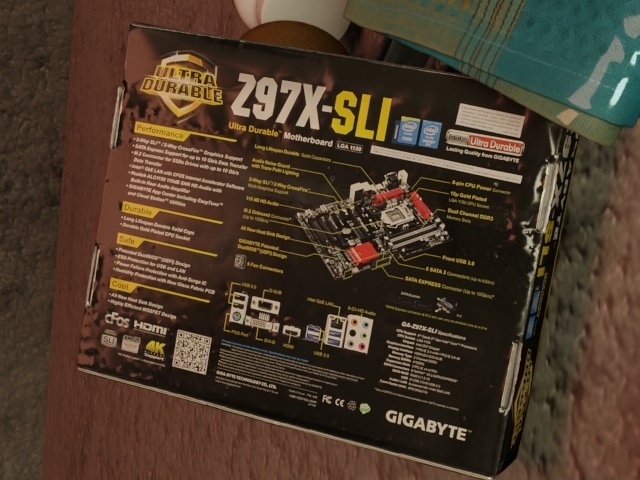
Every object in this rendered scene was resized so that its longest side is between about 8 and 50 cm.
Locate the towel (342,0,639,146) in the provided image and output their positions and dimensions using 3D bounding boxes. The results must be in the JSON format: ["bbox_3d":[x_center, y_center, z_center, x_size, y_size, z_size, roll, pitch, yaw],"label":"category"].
[{"bbox_3d":[0.167,-0.264,0.705,0.271,0.040,0.370,40,108,50],"label":"towel"}]

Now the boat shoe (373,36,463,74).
[{"bbox_3d":[0.099,-0.181,0.879,0.113,0.104,0.306,-105,32,-43],"label":"boat shoe"}]

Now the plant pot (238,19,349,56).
[{"bbox_3d":[-0.042,-0.069,1.062,0.237,0.237,0.254,126,157,-48],"label":"plant pot"}]

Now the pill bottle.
[{"bbox_3d":[-0.040,-0.276,1.215,0.216,0.121,0.121,-114,38,-51],"label":"pill bottle"}]

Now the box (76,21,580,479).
[{"bbox_3d":[0.000,0.000,0.829,0.079,0.322,0.257,-1,-78,-71],"label":"box"}]
